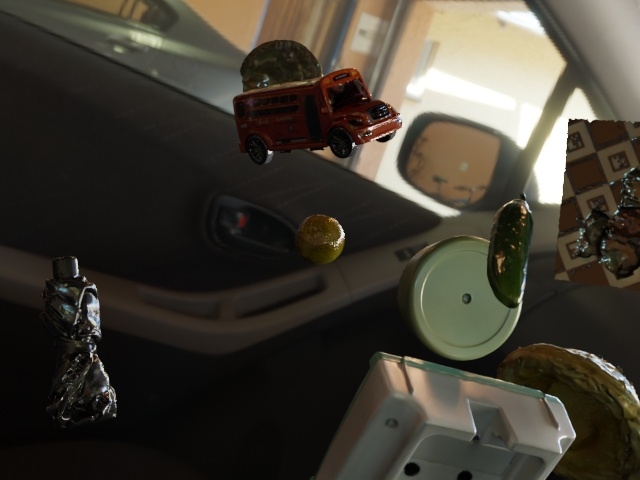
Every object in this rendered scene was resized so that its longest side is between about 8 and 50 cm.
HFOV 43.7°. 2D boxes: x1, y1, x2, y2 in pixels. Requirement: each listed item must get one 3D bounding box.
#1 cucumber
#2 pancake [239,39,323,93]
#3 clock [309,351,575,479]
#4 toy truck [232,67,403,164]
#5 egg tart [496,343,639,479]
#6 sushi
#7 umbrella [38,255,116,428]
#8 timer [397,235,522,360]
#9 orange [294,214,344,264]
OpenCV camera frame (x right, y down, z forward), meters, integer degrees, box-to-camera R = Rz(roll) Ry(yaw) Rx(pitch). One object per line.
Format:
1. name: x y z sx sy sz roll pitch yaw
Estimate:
1. cucumber: 0.252 0.004 1.061 0.056 0.056 0.250 20 37 4
2. pancake: -0.094 -0.356 1.900 0.222 0.236 0.042 -19 3 12
3. clock: 0.147 0.275 0.964 0.262 0.231 0.116 17 24 -16
4. toy truck: -0.010 -0.180 1.150 0.252 0.114 0.107 1 20 44
5. egg tart: 0.417 0.275 1.282 0.288 0.288 0.118 28 45 36
6. sushi: 0.549 -0.059 1.349 0.294 0.292 0.059 7 1 9
7. umbrella: -0.392 0.159 1.267 0.110 0.272 0.122 -17 -14 20
8. timer: 0.301 0.127 1.987 0.290 0.291 0.315 16 -1 -14
9. orange: 0.000 0.000 1.342 0.085 0.085 0.095 24 -7 23
